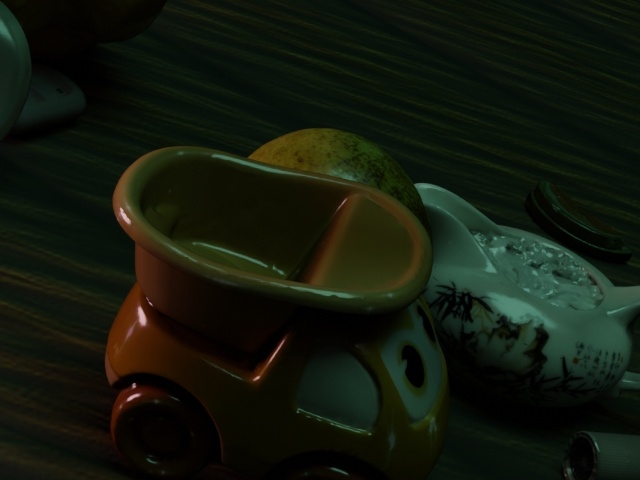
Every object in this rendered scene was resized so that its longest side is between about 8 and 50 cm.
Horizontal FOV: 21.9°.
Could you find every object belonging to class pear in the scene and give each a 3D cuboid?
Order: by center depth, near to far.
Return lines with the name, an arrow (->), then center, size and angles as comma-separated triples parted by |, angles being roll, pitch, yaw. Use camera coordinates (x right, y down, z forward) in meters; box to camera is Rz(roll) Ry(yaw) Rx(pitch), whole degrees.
pear -> 0.000, 0.000, 1.406 | 0.197, 0.197, 0.197 | 18, 28, -10

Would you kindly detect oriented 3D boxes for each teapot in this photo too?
teapot -> 0.205, 0.061, 1.496 | 0.299, 0.166, 0.208 | 14, 15, 4

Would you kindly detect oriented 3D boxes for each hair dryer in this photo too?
hair dryer -> 0.322, 0.251, 1.365 | 0.195, 0.054, 0.220 | 8, 37, -24

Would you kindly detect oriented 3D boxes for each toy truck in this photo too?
toy truck -> -0.032, 0.073, 1.226 | 0.288, 0.212, 0.204 | 20, 28, 3

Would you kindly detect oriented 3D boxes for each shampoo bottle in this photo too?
shampoo bottle -> -0.298, -0.130, 1.567 | 0.080, 0.040, 0.165 | 35, 29, 19

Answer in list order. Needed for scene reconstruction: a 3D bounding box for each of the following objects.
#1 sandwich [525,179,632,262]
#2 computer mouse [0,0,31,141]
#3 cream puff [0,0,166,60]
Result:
sandwich -> 0.283, -0.018, 1.821 | 0.135, 0.029, 0.067 | 34, 30, 19
computer mouse -> -0.409, -0.173, 1.463 | 0.331, 0.095, 0.197 | 30, 68, 14
cream puff -> -0.343, -0.308, 1.641 | 0.378, 0.275, 0.378 | 44, -2, 2
